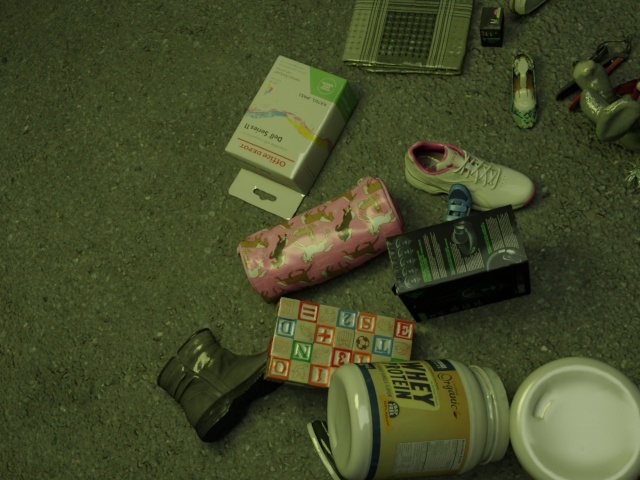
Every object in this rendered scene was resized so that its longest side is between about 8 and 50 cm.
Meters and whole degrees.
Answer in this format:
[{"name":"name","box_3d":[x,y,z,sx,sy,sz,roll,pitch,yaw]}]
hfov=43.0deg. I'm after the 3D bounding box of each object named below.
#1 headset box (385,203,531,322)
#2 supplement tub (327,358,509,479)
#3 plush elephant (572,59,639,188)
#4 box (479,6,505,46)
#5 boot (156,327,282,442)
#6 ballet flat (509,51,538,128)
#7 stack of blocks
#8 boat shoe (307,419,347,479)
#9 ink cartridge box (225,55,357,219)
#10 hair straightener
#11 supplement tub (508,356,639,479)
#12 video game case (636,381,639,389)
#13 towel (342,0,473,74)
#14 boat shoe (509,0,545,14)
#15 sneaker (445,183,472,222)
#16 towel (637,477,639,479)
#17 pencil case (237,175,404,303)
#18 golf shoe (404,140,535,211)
[{"name":"headset box","box_3d":[0.285,0.058,1.711,0.283,0.246,0.131,-15,68,10]},{"name":"supplement tub","box_3d":[0.189,0.350,1.603,0.316,0.228,0.228,-1,69,-14]},{"name":"plush elephant","box_3d":[0.697,-0.290,1.694,0.272,0.255,0.329,0,76,2]},{"name":"box","box_3d":[0.414,-0.513,1.957,0.052,0.083,0.062,6,73,18]},{"name":"boot","box_3d":[-0.207,0.272,1.855,0.338,0.118,0.222,-40,60,-6]},{"name":"ballet flat","box_3d":[0.472,-0.356,1.899,0.070,0.070,0.188,-6,71,14]},{"name":"stack of blocks","box_3d":[0.040,0.237,1.742,0.297,0.087,0.171,11,73,-7]},{"name":"boat shoe","box_3d":[0.101,0.499,1.679,0.113,0.127,0.340,-36,68,0]},{"name":"ink cartridge box","box_3d":[-0.086,-0.251,1.989,0.207,0.119,0.353,24,79,21]},{"name":"hair straightener","box_3d":[0.627,-0.403,1.880,0.230,0.047,0.089,-44,67,-2]},{"name":"supplement tub","box_3d":[0.476,0.359,1.508,0.241,0.331,0.241,-5,71,14]},{"name":"video game case","box_3d":[0.773,0.345,1.598,0.196,0.026,0.274,-43,67,-2]},{"name":"towel","box_3d":[0.227,-0.562,2.053,0.312,0.056,0.324,9,72,15]},{"name":"boat shoe","box_3d":[0.575,-0.653,1.945,0.103,0.113,0.302,37,84,29]},{"name":"sneaker","box_3d":[0.305,-0.055,1.809,0.053,0.059,0.144,7,112,22]},{"name":"towel","box_3d":[0.628,0.432,1.497,0.275,0.199,0.031,-38,71,9]},{"name":"pencil case","box_3d":[0.000,0.000,1.861,0.386,0.160,0.167,-26,34,7]},{"name":"golf shoe","box_3d":[0.329,-0.146,1.828,0.306,0.140,0.115,14,75,18]}]
